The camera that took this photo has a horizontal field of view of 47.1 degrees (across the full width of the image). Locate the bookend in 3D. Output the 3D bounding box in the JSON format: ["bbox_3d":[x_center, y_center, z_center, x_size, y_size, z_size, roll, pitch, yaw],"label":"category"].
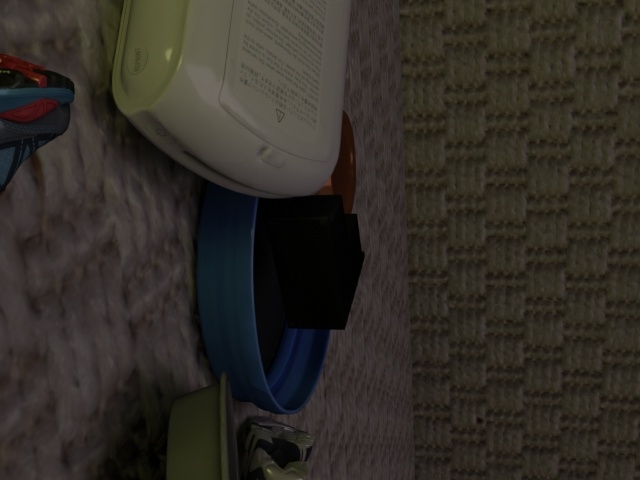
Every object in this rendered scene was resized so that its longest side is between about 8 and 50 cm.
[{"bbox_3d":[0.000,0.000,0.895,0.156,0.072,0.157,-70,155,-54],"label":"bookend"}]

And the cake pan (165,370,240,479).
[{"bbox_3d":[-0.102,0.273,0.693,0.293,0.054,0.293,175,-90,-85],"label":"cake pan"}]

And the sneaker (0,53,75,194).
[{"bbox_3d":[-0.221,-0.027,0.359,0.262,0.104,0.125,-49,155,-62],"label":"sneaker"}]

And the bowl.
[{"bbox_3d":[-0.058,0.028,0.968,0.391,0.077,0.391,1,90,-76],"label":"bowl"}]

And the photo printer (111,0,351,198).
[{"bbox_3d":[-0.073,-0.201,0.721,0.256,0.107,0.307,23,67,-52],"label":"photo printer"}]

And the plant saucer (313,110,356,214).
[{"bbox_3d":[0.017,-0.101,1.025,0.200,0.037,0.200,1,90,-76],"label":"plant saucer"}]

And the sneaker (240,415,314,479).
[{"bbox_3d":[-0.072,0.324,0.935,0.235,0.094,0.153,-149,-99,-81],"label":"sneaker"}]
